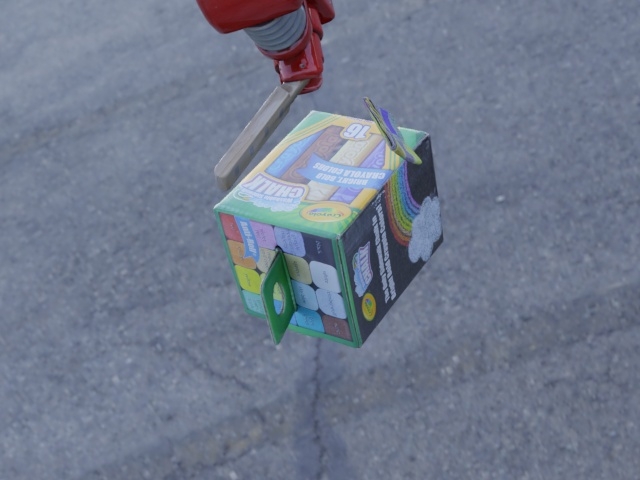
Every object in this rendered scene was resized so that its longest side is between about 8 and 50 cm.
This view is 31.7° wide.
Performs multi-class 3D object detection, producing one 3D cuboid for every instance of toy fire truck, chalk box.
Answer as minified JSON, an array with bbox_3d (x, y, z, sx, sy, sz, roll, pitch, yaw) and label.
[{"bbox_3d":[-0.061,-0.192,1.023,0.158,0.217,0.246,-16,74,13],"label":"toy fire truck"},{"bbox_3d":[0.000,0.000,1.371,0.179,0.180,0.289,15,44,31],"label":"chalk box"}]

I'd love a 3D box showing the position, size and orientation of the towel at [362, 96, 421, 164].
[{"bbox_3d":[0.066,-0.099,1.035,0.009,0.083,0.060,-34,71,14],"label":"towel"}]
